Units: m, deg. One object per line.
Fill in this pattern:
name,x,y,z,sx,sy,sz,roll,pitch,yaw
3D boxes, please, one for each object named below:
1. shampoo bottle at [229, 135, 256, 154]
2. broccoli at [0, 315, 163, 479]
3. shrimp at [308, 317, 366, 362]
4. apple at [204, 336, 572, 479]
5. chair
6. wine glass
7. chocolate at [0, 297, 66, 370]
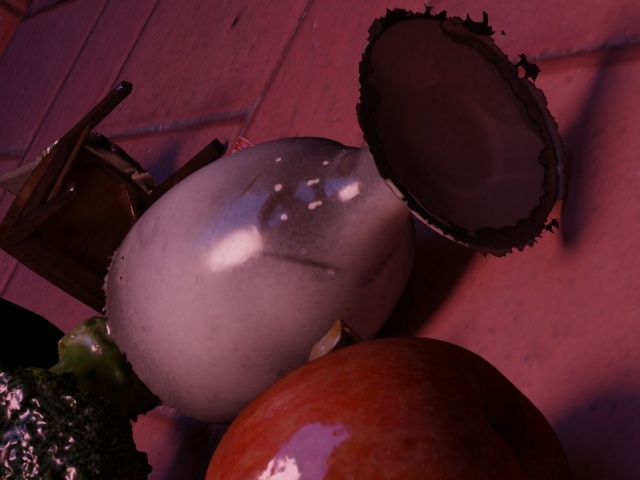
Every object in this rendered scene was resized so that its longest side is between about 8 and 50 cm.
shampoo bottle,-0.114,0.006,1.652,0.221,0.051,0.108,-61,18,-2
broccoli,-0.232,0.178,1.367,0.297,0.297,0.297,-44,14,35
shrimp,-0.003,0.131,1.180,0.166,0.049,0.161,178,92,-68
apple,0.039,0.142,0.922,0.174,0.188,0.188,-39,27,23
chair,-0.259,-0.024,1.881,0.319,0.160,0.186,-30,33,48
wine glass,-0.002,-0.004,1.221,0.357,0.190,0.190,-39,28,45
chocolate,-0.349,0.195,1.643,0.284,0.283,0.186,-93,23,-56
